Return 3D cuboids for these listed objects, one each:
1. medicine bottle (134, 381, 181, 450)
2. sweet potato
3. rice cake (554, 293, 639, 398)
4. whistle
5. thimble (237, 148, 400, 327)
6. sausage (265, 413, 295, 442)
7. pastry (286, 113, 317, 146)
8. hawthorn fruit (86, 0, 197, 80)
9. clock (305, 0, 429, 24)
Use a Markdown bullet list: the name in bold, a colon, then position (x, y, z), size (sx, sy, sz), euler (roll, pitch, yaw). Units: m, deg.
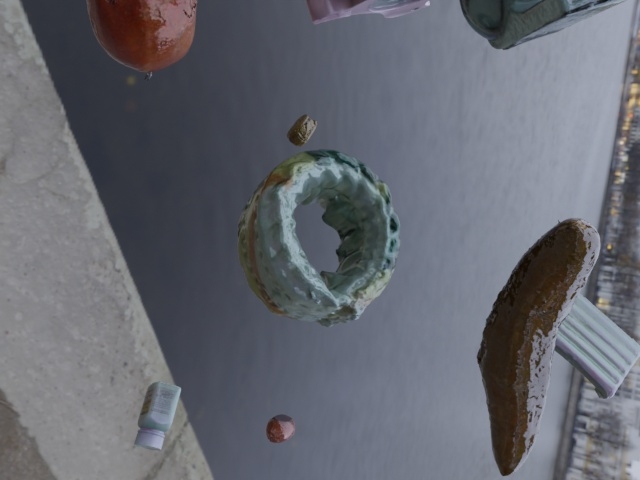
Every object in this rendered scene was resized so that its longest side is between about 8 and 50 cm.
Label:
- **medicine bottle**: position (-0.315, 0.337, 1.142), size (0.055, 0.074, 0.118), euler (24, 60, -24)
- **sweet potato**: position (0.245, 0.121, 0.724), size (0.114, 0.092, 0.341), euler (-120, -143, -64)
- **rice cake**: position (0.567, 0.215, 1.252), size (0.189, 0.198, 0.037), euler (-34, 168, -35)
- **whistle**: position (0.272, -0.343, 0.783), size (0.290, 0.163, 0.163), euler (-143, -120, -81)
- **thimble**: position (0.000, 0.000, 0.998), size (0.254, 0.167, 0.288), euler (-7, 80, -27)
- **sausage**: position (-0.090, 0.428, 1.347), size (0.094, 0.059, 0.054), euler (28, 79, -73)
- **pastry**: position (-0.057, -0.333, 1.800), size (0.057, 0.109, 0.097), euler (34, 97, -21)
- **hawthorn fruit**: position (-0.348, -0.429, 1.190), size (0.299, 0.211, 0.211), euler (104, 10, -58)
- **clock**: position (0.111, -0.490, 1.153), size (0.275, 0.290, 0.080), euler (-119, -166, -83)
